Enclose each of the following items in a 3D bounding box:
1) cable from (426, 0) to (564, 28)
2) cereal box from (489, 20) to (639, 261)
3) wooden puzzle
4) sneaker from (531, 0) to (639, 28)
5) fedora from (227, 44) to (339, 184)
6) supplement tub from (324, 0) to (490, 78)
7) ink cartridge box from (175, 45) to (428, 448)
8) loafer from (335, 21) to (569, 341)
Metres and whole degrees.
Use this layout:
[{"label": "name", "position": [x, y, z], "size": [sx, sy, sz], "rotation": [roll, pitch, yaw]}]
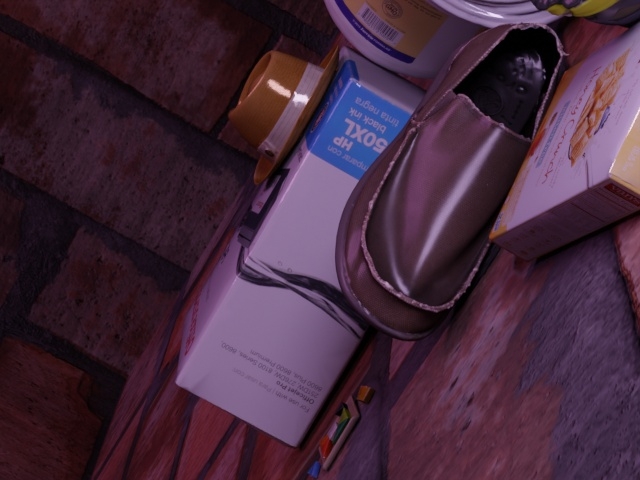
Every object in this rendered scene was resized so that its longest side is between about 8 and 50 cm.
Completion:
[{"label": "cable", "position": [0.183, -0.344, 1.777], "size": [0.089, 0.257, 0.257], "rotation": [-66, -16, -62]}, {"label": "cereal box", "position": [0.223, -0.086, 1.370], "size": [0.173, 0.047, 0.240], "rotation": [-63, 9, -18]}, {"label": "wooden puzzle", "position": [0.017, 0.193, 1.791], "size": [0.116, 0.014, 0.078], "rotation": [-61, 8, 3]}, {"label": "sneaker", "position": [0.294, -0.266, 1.330], "size": [0.300, 0.121, 0.111], "rotation": [-35, 59, 30]}, {"label": "fedora", "position": [-0.051, -0.156, 1.996], "size": [0.194, 0.079, 0.194], "rotation": [-58, 7, 11]}, {"label": "supplement tub", "position": [0.164, -0.364, 1.999], "size": [0.331, 0.241, 0.241], "rotation": [-50, 13, 50]}, {"label": "ink cartridge box", "position": [0.000, 0.000, 2.013], "size": [0.395, 0.166, 0.285], "rotation": [-60, 8, 11]}, {"label": "loafer", "position": [0.124, -0.075, 1.629], "size": [0.366, 0.133, 0.130], "rotation": [-66, 9, -30]}]
